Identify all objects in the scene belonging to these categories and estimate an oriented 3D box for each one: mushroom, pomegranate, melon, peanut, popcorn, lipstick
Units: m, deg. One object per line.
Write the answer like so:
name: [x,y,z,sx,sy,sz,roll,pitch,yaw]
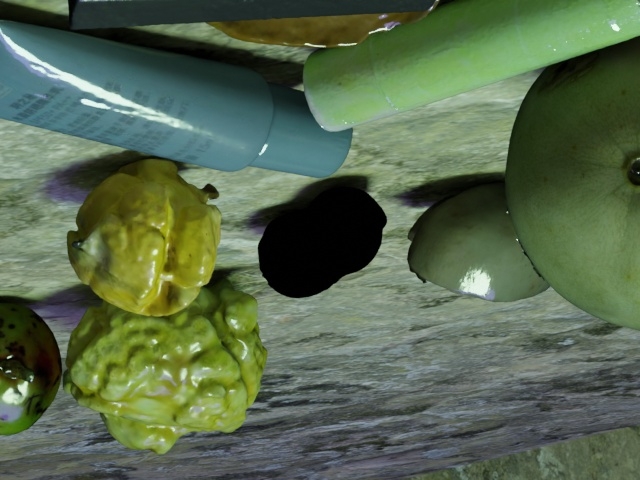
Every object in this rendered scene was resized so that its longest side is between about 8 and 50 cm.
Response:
mushroom: [0.185,-0.007,2.076,0.188,0.141,0.117,-6,136,-50]
pomegranate: [-0.371,0.148,2.322,0.156,0.156,0.220,-9,-178,5]
melon: [0.285,-0.055,1.614,0.269,0.268,0.330,-12,180,17]
peanut: [0.000,0.000,2.052,0.099,0.090,0.214,31,149,-19]
popcorn: [-0.177,0.137,2.318,0.256,0.195,0.255,6,151,-46]
popcorn: [-0.163,-0.001,1.851,0.152,0.148,0.167,-25,-169,-39]
lipstick: [0.128,-0.157,1.522,0.304,0.076,0.076,-16,164,33]

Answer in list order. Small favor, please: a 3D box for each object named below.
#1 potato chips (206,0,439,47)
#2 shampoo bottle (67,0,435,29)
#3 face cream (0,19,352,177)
potato chips: [-0.001,-0.187,1.382,0.202,0.049,0.150,1,160,-27]
shampoo bottle: [-0.008,-0.194,1.249,0.310,0.098,0.071,-5,161,-14]
face cream: [-0.142,-0.112,1.546,0.385,0.086,0.136,10,155,-37]
